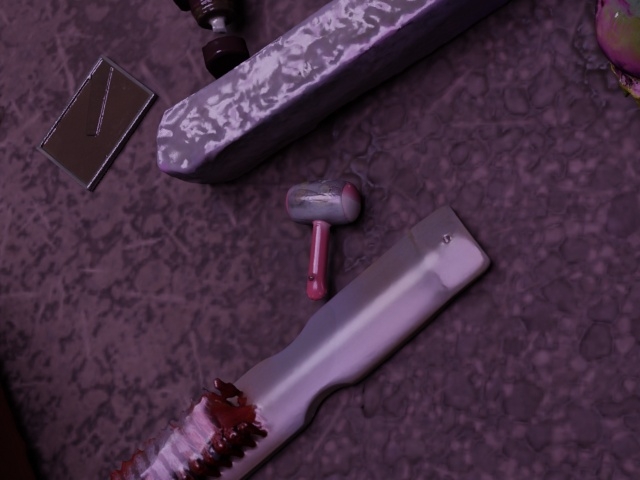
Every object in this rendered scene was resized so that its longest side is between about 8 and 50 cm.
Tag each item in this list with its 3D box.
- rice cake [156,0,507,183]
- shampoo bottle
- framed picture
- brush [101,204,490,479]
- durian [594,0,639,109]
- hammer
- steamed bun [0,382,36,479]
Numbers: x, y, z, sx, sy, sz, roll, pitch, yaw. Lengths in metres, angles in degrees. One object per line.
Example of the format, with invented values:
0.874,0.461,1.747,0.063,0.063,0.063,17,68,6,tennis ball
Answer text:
0.056,-0.157,1.156,0.399,0.070,0.064,-33,68,15,rice cake
-0.093,-0.228,1.259,0.067,0.068,0.236,-24,64,20,shampoo bottle
-0.169,-0.089,1.289,0.066,0.006,0.089,36,93,31,framed picture
-0.027,0.094,1.139,0.321,0.050,0.060,-41,57,10,brush
0.229,-0.145,1.063,0.108,0.119,0.187,-40,48,55,durian
0.000,0.000,1.160,0.052,0.031,0.083,-2,76,30,hammer
-0.352,0.164,1.174,0.248,0.235,0.379,-32,64,10,steamed bun
